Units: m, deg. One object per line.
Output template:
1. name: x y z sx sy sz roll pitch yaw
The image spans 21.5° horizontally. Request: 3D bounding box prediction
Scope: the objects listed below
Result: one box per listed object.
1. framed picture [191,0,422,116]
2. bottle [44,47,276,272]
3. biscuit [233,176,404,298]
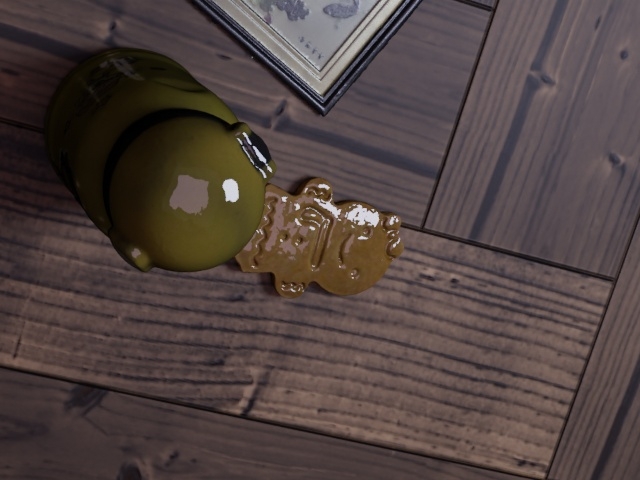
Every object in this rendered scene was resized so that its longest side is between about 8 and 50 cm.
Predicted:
1. framed picture: -0.003 -0.259 1.737 0.195 0.010 0.199 40 91 -22
2. bottle: -0.151 -0.071 1.560 0.171 0.351 0.171 -4 105 -15
3. biscuit: -0.004 0.004 1.802 0.184 0.027 0.133 26 95 -21
